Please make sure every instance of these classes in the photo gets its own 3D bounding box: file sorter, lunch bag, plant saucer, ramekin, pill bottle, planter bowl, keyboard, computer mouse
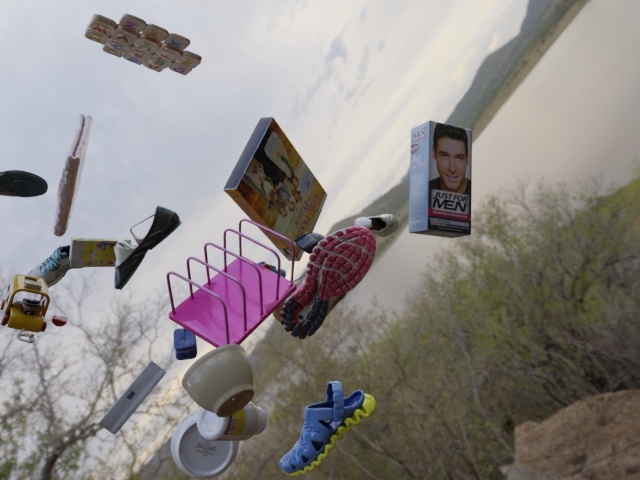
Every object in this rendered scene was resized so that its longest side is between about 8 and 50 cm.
[{"bbox_3d":[-0.222,0.100,1.423,0.291,0.202,0.182,-43,-31,-42],"label":"file sorter"},{"bbox_3d":[-0.414,0.310,1.693,0.098,0.067,0.065,-111,19,-50],"label":"lunch bag"},{"bbox_3d":[-0.137,0.261,2.046,0.083,0.083,0.013,-48,11,-16],"label":"plant saucer"},{"bbox_3d":[-0.348,0.621,1.677,0.207,0.207,0.109,-48,1,-17],"label":"ramekin"},{"bbox_3d":[-0.222,0.462,1.425,0.103,0.103,0.184,-51,-36,7],"label":"pill bottle"},{"bbox_3d":[-0.219,0.331,1.260,0.162,0.109,0.162,-28,-34,-20],"label":"planter bowl"},{"bbox_3d":[-0.630,0.527,1.858,0.256,0.072,0.014,-52,19,-21],"label":"keyboard"},{"bbox_3d":[0.000,0.000,1.762,0.262,0.184,0.060,16,-75,-47],"label":"computer mouse"}]

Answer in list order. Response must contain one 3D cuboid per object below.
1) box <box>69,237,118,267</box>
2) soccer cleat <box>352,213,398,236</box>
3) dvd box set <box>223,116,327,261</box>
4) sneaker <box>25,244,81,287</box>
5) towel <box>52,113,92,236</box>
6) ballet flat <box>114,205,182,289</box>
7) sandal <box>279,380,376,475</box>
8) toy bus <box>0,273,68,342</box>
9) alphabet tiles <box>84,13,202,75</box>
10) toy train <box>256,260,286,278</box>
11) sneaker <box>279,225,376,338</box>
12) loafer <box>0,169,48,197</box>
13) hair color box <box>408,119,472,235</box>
[{"bbox_3d":[-0.811,0.043,2.006,0.179,0.043,0.105,2,-73,-33],"label":"box"},{"bbox_3d":[0.176,-0.043,1.604,0.076,0.068,0.196,-6,-1,44],"label":"soccer cleat"},{"bbox_3d":[-0.135,-0.164,1.886,0.420,0.062,0.307,52,-129,-45],"label":"dvd box set"},{"bbox_3d":[-1.005,0.077,2.112,0.283,0.110,0.122,-34,-20,-22],"label":"sneaker"},{"bbox_3d":[-0.859,-0.231,1.912,0.316,0.054,0.331,-105,34,-49],"label":"towel"},{"bbox_3d":[-0.511,0.012,1.557,0.280,0.096,0.095,-47,15,3],"label":"ballet flat"},{"bbox_3d":[0.000,0.512,1.541,0.317,0.138,0.126,-43,10,-16],"label":"sandal"},{"bbox_3d":[-0.726,0.153,1.370,0.191,0.202,0.104,-4,-64,-79],"label":"toy bus"},{"bbox_3d":[-0.466,-0.510,1.458,0.278,0.284,0.021,0,78,57],"label":"alphabet tiles"},{"bbox_3d":[-0.214,0.221,2.350,0.143,0.247,0.105,13,-25,-40],"label":"toy train"},{"bbox_3d":[0.015,0.080,1.217,0.299,0.121,0.112,-52,-4,26],"label":"sneaker"},{"bbox_3d":[-1.104,-0.197,1.930,0.084,0.096,0.268,-4,-2,44],"label":"loafer"},{"bbox_3d":[0.414,-0.205,1.903,0.114,0.186,0.374,166,108,-63],"label":"hair color box"}]
